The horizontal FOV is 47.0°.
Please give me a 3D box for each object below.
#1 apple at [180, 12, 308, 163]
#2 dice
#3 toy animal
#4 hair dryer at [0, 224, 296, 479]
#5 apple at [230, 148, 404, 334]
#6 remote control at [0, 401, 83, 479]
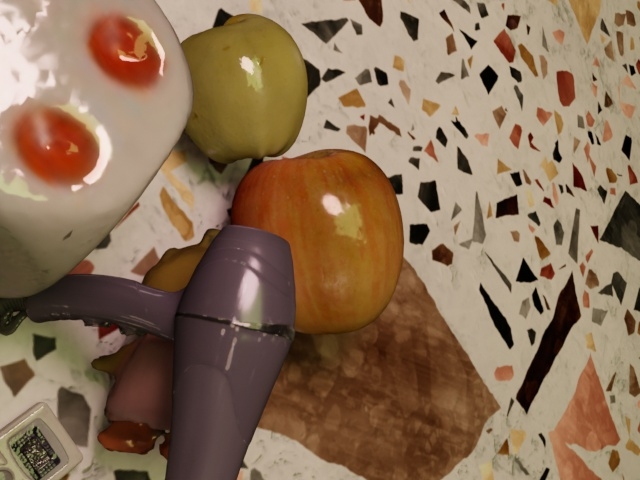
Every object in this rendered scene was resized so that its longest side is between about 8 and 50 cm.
[{"bbox_3d":[-0.109,-0.199,0.973,0.200,0.200,0.200,8,78,-38],"label":"apple"},{"bbox_3d":[-0.330,-0.131,0.702,0.304,0.304,0.277,41,60,-26],"label":"dice"},{"bbox_3d":[-0.163,0.121,0.883,0.195,0.169,0.281,17,70,-12],"label":"toy animal"},{"bbox_3d":[-0.210,0.119,0.766,0.121,0.361,0.301,41,60,-69],"label":"hair dryer"},{"bbox_3d":[0.000,0.000,1.008,0.242,0.242,0.241,-16,102,-39],"label":"apple"},{"bbox_3d":[-0.355,0.265,0.791,0.190,0.029,0.087,-37,105,-36],"label":"remote control"}]
